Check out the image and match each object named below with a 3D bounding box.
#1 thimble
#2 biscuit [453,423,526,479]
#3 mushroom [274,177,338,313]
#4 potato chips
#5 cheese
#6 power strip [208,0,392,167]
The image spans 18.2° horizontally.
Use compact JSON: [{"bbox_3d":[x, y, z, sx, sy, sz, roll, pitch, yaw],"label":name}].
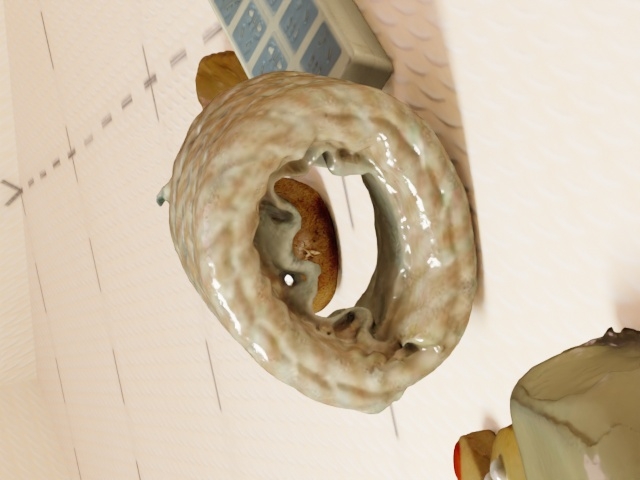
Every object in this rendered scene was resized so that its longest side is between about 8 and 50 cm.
[{"bbox_3d":[0.002,-0.007,1.412,0.229,0.196,0.148,51,176,-19],"label":"thimble"},{"bbox_3d":[0.129,0.231,1.400,0.301,0.049,0.197,101,151,-53],"label":"biscuit"},{"bbox_3d":[-0.026,0.006,1.751,0.127,0.087,0.127,21,119,45],"label":"mushroom"},{"bbox_3d":[-0.071,-0.103,1.858,0.201,0.049,0.150,-158,61,-74],"label":"potato chips"},{"bbox_3d":[0.171,0.158,1.107,0.175,0.091,0.202,-153,54,-73],"label":"cheese"},{"bbox_3d":[-0.040,-0.202,1.613,0.106,0.043,0.367,-58,37,27],"label":"power strip"}]
